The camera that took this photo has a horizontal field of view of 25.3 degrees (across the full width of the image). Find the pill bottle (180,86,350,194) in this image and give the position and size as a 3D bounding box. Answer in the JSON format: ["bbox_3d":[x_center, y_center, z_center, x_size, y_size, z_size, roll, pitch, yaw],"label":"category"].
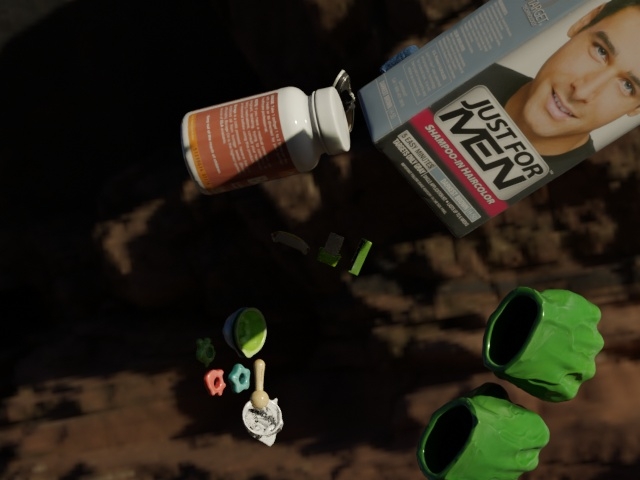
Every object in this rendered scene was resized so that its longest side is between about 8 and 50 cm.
[{"bbox_3d":[-0.074,-0.142,1.971,0.216,0.121,0.121,-13,1,12],"label":"pill bottle"}]

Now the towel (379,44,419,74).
[{"bbox_3d":[0.131,-0.234,2.047,0.067,0.029,0.119,-39,36,11],"label":"towel"}]

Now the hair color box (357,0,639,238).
[{"bbox_3d":[0.251,-0.184,1.610,0.374,0.185,0.114,-34,37,15],"label":"hair color box"}]

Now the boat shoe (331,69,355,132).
[{"bbox_3d":[0.036,-0.211,2.200,0.038,0.125,0.046,29,54,15],"label":"boat shoe"}]

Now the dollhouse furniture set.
[{"bbox_3d":[0.000,0.000,2.246,0.151,0.059,0.076,23,1,-2],"label":"dollhouse furniture set"}]

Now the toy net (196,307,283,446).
[{"bbox_3d":[-0.102,0.213,2.063,0.045,0.232,0.122,-1,32,35],"label":"toy net"}]

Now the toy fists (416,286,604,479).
[{"bbox_3d":[0.226,0.179,1.674,0.142,0.279,0.096,22,11,-37],"label":"toy fists"}]
